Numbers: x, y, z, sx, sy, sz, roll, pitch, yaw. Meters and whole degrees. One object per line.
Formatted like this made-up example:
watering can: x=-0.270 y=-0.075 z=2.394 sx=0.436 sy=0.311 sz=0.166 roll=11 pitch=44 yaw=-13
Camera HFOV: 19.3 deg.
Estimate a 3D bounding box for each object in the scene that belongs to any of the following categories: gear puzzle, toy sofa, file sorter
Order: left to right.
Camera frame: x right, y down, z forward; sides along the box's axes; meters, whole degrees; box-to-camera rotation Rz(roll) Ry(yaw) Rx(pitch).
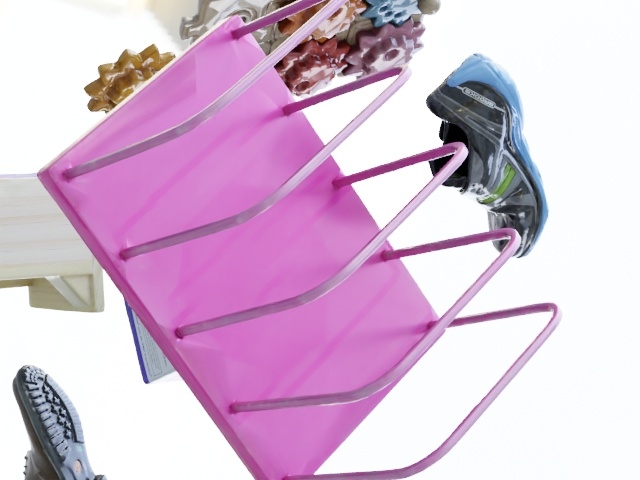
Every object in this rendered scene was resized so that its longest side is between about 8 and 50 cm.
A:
toy sofa: x=-0.427 y=0.006 z=2.124 sx=0.150 sy=0.362 sz=0.177 roll=0 pitch=-87 yaw=49
gear puzzle: x=-0.043 y=-0.165 z=1.627 sx=0.044 sy=0.339 sz=0.175 roll=62 pitch=-26 yaw=28
file sorter: x=0.000 y=0.000 z=1.276 sx=0.202 sy=0.291 sz=0.182 roll=-44 pitch=-162 yaw=-34

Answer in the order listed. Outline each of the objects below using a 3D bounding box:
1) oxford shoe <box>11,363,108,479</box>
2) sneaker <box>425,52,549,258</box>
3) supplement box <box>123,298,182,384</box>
oxford shoe: x=-0.325 y=0.259 z=2.227 sx=0.096 sy=0.083 sz=0.227 roll=-21 pitch=-89 yaw=27
sneaker: x=0.118 y=-0.056 z=1.393 sx=0.078 sy=0.188 sz=0.067 roll=-32 pitch=-135 yaw=-9
supplement box: x=-0.098 y=0.072 z=2.040 sx=0.220 sy=0.111 sz=0.114 roll=-29 pitch=-110 yaw=42
